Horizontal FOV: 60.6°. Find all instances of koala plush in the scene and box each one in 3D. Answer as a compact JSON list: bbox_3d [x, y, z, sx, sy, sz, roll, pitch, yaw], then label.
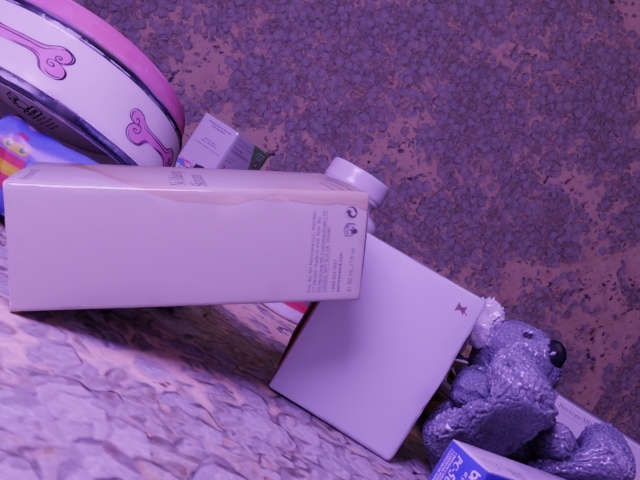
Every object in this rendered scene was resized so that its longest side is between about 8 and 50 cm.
[{"bbox_3d":[0.229,0.180,0.673,0.196,0.203,0.221,40,38,-13],"label":"koala plush"}]

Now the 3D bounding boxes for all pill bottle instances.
[{"bbox_3d":[0.000,0.000,1.102,0.176,0.318,0.176,32,3,-2],"label":"pill bottle"}]

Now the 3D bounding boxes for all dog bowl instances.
[{"bbox_3d":[-0.380,-0.196,0.790,0.408,0.150,0.408,22,-18,8],"label":"dog bowl"}]

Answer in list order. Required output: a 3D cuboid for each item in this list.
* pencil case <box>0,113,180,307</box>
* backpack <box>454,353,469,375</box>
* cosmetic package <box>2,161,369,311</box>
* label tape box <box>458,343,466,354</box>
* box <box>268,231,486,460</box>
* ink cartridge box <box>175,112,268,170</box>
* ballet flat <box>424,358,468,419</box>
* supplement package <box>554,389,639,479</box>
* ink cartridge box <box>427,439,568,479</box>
[{"bbox_3d":[-0.274,-0.032,0.677,0.306,0.119,0.133,30,-24,-16],"label":"pencil case"},{"bbox_3d":[0.295,0.301,1.229,0.120,0.101,0.098,28,-1,22],"label":"backpack"},{"bbox_3d":[-0.125,-0.011,0.547,0.309,0.113,0.160,1,13,-19],"label":"cosmetic package"},{"bbox_3d":[0.305,0.286,1.742,0.241,0.106,0.334,32,3,32],"label":"label tape box"},{"bbox_3d":[0.069,0.115,0.783,0.168,0.215,0.345,31,1,1],"label":"box"},{"bbox_3d":[-0.286,-0.159,1.424,0.117,0.278,0.201,35,3,18],"label":"ink cartridge box"},{"bbox_3d":[0.224,0.258,0.867,0.116,0.124,0.342,31,2,-7],"label":"ballet flat"},{"bbox_3d":[0.561,0.440,1.146,0.262,0.145,0.204,31,2,14],"label":"supplement package"},{"bbox_3d":[0.169,0.254,0.496,0.207,0.097,0.046,29,2,-34],"label":"ink cartridge box"}]
